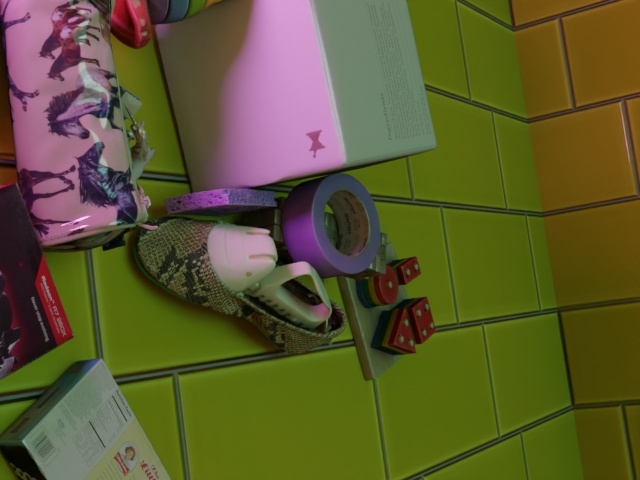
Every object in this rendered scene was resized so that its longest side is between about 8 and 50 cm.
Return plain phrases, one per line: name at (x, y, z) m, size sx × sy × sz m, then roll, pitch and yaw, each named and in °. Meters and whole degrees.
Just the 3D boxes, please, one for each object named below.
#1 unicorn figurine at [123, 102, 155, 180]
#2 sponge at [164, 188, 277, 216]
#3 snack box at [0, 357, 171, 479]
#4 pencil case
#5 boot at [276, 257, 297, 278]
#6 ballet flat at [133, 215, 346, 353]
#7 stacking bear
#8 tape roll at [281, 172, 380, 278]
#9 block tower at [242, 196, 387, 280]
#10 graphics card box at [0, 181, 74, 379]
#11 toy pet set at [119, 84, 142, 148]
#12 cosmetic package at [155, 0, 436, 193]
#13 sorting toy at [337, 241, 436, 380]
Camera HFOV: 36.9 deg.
unicorn figurine at (-0.294, -0.122, 1.493) m, size 0.111 × 0.060 × 0.161 m, roll -172°, pitch -84°, yaw -81°
sponge at (-0.168, -0.065, 1.662) m, size 0.210 × 0.117 × 0.031 m, roll -3°, pitch 85°, yaw -70°
snack box at (-0.314, 0.354, 1.388) m, size 0.187 × 0.060 × 0.321 m, roll -51°, pitch 123°, yaw -51°
pencil case at (-0.354, -0.189, 1.385) m, size 0.184 × 0.160 × 0.410 m, roll -7°, pitch 85°, yaw -21°
boot at (-0.065, 0.034, 1.904) m, size 0.121 × 0.045 × 0.099 m, roll -16°, pitch 92°, yaw -51°
ballet flat at (-0.107, 0.067, 1.694) m, size 0.483 × 0.182 × 0.164 m, roll 37°, pitch 42°, yaw -47°
stacking bear at (-0.210, -0.434, 1.532) m, size 0.289 × 0.164 × 0.175 m, roll -24°, pitch 121°, yaw -30°
tape roll at (0.022, -0.026, 1.785) m, size 0.189 × 0.080 × 0.188 m, roll 12°, pitch 74°, yaw -46°
block tower at (0.000, 0.000, 1.882) m, size 0.336 × 0.097 × 0.090 m, roll 18°, pitch 69°, yaw -46°
graphics card box at (-0.485, 0.089, 1.165) m, size 0.371 × 0.094 × 0.232 m, roll -32°, pitch 109°, yaw -55°
toy pet set at (-0.347, -0.199, 1.531) m, size 0.122 × 0.065 × 0.114 m, roll 37°, pitch 86°, yaw -44°
cosmetic package at (-0.031, -0.279, 1.785) m, size 0.394 × 0.330 × 0.327 m, roll -18°, pitch 97°, yaw -59°
sorting toy at (0.163, 0.152, 2.192) m, size 0.255 × 0.089 × 0.257 m, roll -27°, pitch 104°, yaw -58°
